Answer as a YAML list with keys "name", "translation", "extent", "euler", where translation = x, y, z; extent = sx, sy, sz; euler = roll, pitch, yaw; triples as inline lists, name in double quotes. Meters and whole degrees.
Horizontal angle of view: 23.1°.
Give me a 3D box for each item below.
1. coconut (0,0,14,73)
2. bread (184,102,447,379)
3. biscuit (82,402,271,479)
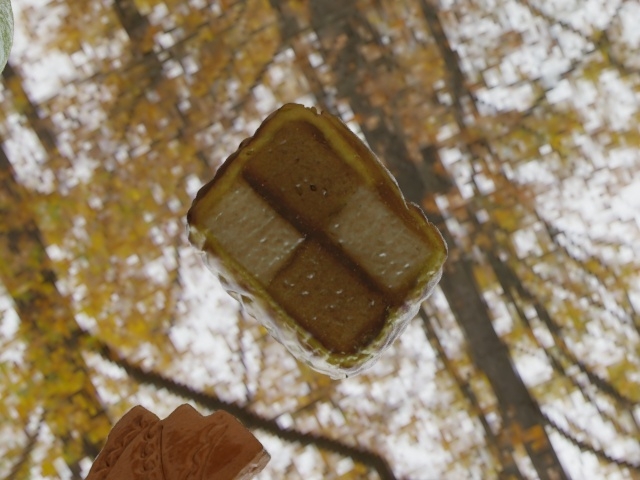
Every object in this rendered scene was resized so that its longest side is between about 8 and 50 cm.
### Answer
- name: "coconut"
  translation: [-0.537, -0.273, 1.970]
  extent: [0.328, 0.281, 0.328]
  euler: [-23, 179, 0]
- name: "bread"
  translation: [0.000, 0.000, 1.380]
  extent: [0.181, 0.222, 0.096]
  euler: [-44, 176, -9]
- name: "biscuit"
  translation: [-0.192, 0.288, 1.891]
  extent: [0.306, 0.043, 0.284]
  euler: [-22, -145, 27]
